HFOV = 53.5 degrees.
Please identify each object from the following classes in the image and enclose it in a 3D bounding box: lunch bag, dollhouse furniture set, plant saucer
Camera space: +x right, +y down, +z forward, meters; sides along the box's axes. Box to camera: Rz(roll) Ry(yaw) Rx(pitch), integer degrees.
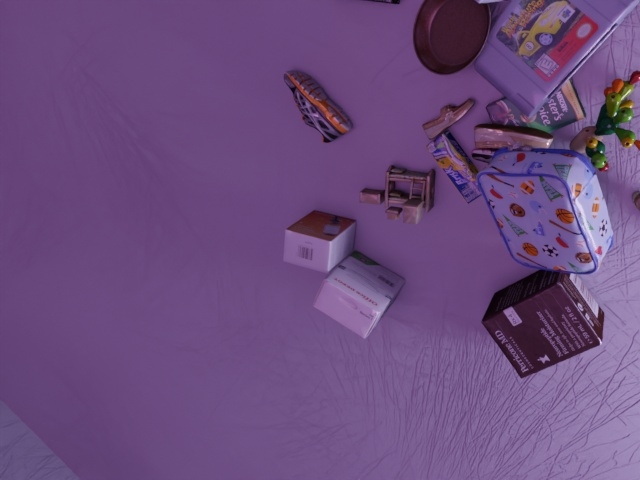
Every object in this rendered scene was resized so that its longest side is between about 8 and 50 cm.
[{"bbox_3d":[0.469,-0.068,1.346,0.243,0.115,0.303,11,140,49],"label":"lunch bag"},{"bbox_3d":[0.166,-0.118,1.519,0.181,0.161,0.101,8,112,22],"label":"dollhouse furniture set"},{"bbox_3d":[0.289,-0.458,1.377,0.198,0.036,0.199,7,100,46],"label":"plant saucer"}]

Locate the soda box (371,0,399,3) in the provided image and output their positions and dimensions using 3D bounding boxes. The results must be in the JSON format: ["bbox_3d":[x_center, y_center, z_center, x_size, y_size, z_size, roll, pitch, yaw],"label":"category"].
[{"bbox_3d":[0.096,-0.574,1.444,0.168,0.060,0.053,14,113,21],"label":"soda box"}]

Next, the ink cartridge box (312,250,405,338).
[{"bbox_3d":[0.100,0.132,1.607,0.160,0.219,0.093,31,118,13],"label":"ink cartridge box"}]

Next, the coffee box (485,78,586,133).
[{"bbox_3d":[0.467,-0.282,1.384,0.184,0.040,0.113,-20,99,30],"label":"coffee box"}]

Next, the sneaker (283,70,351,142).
[{"bbox_3d":[-0.022,-0.332,1.578,0.215,0.084,0.083,49,126,1],"label":"sneaker"}]

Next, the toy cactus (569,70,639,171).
[{"bbox_3d":[0.585,-0.225,1.298,0.112,0.219,0.180,19,162,-7],"label":"toy cactus"}]

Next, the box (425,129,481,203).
[{"bbox_3d":[0.321,-0.173,1.484,0.054,0.059,0.169,-35,91,30],"label":"box"}]

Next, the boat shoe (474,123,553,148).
[{"bbox_3d":[0.416,-0.215,1.378,0.170,0.063,0.059,15,119,31],"label":"boat shoe"}]

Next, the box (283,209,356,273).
[{"bbox_3d":[0.000,0.000,1.635,0.130,0.170,0.091,14,115,21],"label":"box"}]

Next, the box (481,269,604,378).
[{"bbox_3d":[0.513,0.176,1.457,0.203,0.167,0.168,-35,91,31],"label":"box"}]

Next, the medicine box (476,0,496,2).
[{"bbox_3d":[0.279,-0.597,1.215,0.263,0.289,0.149,41,123,7],"label":"medicine box"}]

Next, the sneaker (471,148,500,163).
[{"bbox_3d":[0.420,-0.161,1.438,0.170,0.063,0.075,19,109,13],"label":"sneaker"}]

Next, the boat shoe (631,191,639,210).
[{"bbox_3d":[0.727,-0.048,1.351,0.153,0.048,0.056,39,108,0],"label":"boat shoe"}]

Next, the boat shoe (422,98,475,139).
[{"bbox_3d":[0.292,-0.286,1.462,0.135,0.050,0.045,-37,96,31],"label":"boat shoe"}]

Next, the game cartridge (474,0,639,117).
[{"bbox_3d":[0.464,-0.426,1.302,0.196,0.060,0.294,49,118,20],"label":"game cartridge"}]
